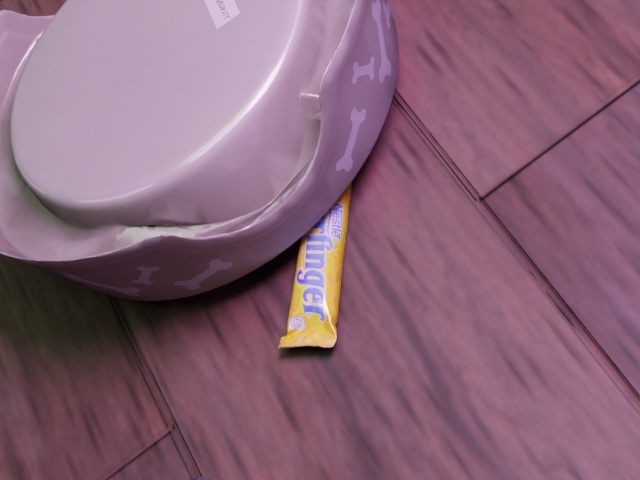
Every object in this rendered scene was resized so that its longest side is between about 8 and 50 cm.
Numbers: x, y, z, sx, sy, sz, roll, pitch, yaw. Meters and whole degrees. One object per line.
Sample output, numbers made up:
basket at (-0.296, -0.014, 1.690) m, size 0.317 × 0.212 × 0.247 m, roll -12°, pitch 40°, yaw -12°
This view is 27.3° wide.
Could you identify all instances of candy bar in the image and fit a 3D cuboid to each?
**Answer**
candy bar at (0.000, 0.000, 0.882) m, size 0.040 × 0.018 × 0.162 m, roll -7°, pitch 59°, yaw 25°

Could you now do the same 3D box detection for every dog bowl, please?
dog bowl at (-0.100, -0.112, 0.939) m, size 0.348 × 0.102 × 0.349 m, roll -17°, pitch 53°, yaw 23°

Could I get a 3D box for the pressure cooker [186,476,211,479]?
pressure cooker at (0.074, 0.271, 0.448) m, size 0.420 × 0.375 × 0.370 m, roll -16°, pitch 58°, yaw 19°
